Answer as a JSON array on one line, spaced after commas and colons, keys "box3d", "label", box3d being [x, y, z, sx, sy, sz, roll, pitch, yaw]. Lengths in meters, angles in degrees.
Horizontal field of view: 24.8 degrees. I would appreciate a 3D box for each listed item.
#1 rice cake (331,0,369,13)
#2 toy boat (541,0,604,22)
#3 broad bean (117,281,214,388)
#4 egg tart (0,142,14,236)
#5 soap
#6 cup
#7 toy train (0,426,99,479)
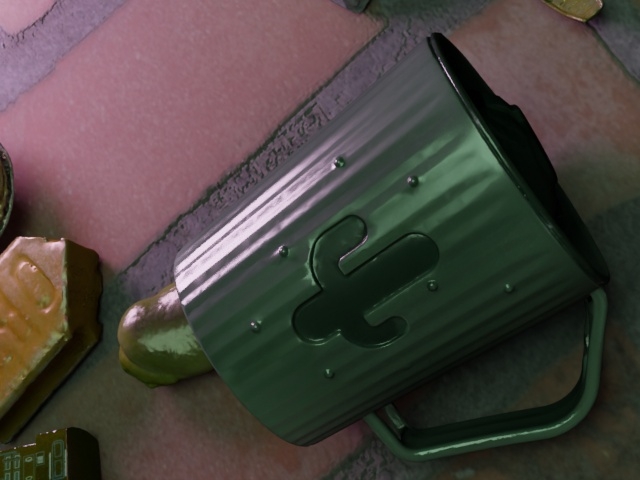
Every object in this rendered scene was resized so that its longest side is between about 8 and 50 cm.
[{"box3d": [-0.072, -0.384, 1.821, 0.336, 0.066, 0.063, 32, 83, 25], "label": "rice cake"}, {"box3d": [0.259, -0.308, 1.662, 0.065, 0.066, 0.172, -42, 67, 6], "label": "toy boat"}, {"box3d": [-0.164, 0.105, 1.739, 0.174, 0.082, 0.124, -26, 68, 17], "label": "broad bean"}, {"box3d": [-0.496, -0.049, 1.910, 0.234, 0.094, 0.234, -4, 78, 20], "label": "egg tart"}, {"box3d": [-0.374, 0.109, 1.829, 0.160, 0.080, 0.257, 43, 97, 25], "label": "soap"}, {"box3d": [0.095, 0.042, 1.520, 0.392, 0.310, 0.401, -35, 67, 14], "label": "cup"}, {"box3d": [-0.373, 0.316, 1.782, 0.225, 0.090, 0.137, -14, 66, 20], "label": "toy train"}]
